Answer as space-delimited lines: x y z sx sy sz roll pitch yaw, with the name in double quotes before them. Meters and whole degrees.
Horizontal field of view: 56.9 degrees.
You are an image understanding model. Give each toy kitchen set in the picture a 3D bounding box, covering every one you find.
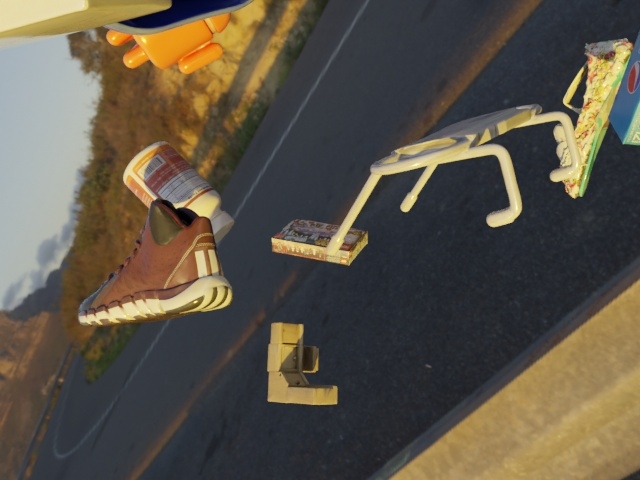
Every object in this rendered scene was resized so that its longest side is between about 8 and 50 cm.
"toy kitchen set" -0.007 0.131 0.635 0.075 0.068 0.083 -12 72 46

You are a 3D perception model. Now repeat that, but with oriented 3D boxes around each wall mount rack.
"wall mount rack" 0.166 -0.085 0.814 0.304 0.130 0.350 -6 15 44

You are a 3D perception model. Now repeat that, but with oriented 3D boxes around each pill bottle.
"pill bottle" -0.279 -0.084 1.182 0.121 0.216 0.121 -44 -3 -3

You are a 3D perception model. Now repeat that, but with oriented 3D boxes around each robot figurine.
"robot figurine" -0.241 -0.370 0.967 0.219 0.158 0.128 -33 -18 0

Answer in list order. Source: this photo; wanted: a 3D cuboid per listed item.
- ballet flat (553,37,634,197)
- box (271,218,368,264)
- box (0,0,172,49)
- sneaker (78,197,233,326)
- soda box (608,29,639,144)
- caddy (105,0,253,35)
"ballet flat" 0.406 -0.188 0.905 0.091 0.077 0.241 -11 -60 -58
"box" 0.000 0.000 0.983 0.094 0.137 0.027 -46 -39 -57
"box" -0.213 -0.208 0.346 0.119 0.182 0.181 -66 -34 -64
"sneaker" -0.236 0.029 0.820 0.281 0.106 0.162 -13 80 33
"soda box" 0.380 -0.207 0.625 0.071 0.067 0.210 -78 -7 -52
"caddy" -0.151 -0.331 0.545 0.341 0.179 0.241 -40 -40 -44
